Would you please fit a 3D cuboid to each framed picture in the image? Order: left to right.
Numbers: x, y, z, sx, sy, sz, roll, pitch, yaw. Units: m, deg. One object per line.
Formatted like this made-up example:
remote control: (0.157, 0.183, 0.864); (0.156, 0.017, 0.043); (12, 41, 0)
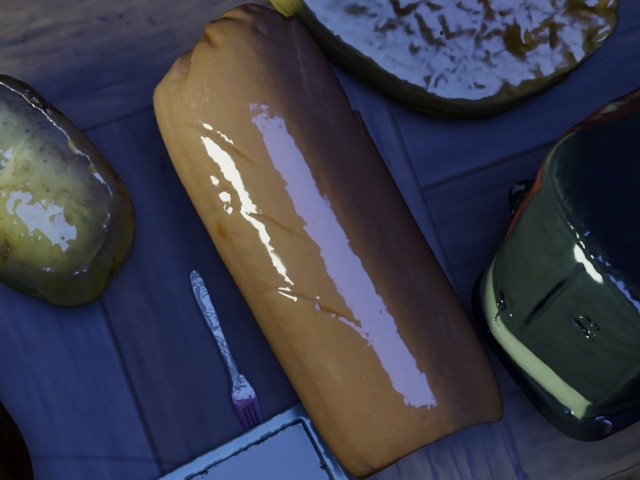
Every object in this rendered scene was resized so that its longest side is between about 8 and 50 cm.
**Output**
framed picture: (-0.056, 0.205, 1.189); (0.183, 0.011, 0.142); (-28, 88, -9)

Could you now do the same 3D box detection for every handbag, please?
handbag: (0.219, -0.002, 1.148); (0.254, 0.181, 0.181); (-28, 72, -26)

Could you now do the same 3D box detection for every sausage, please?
sausage: (-0.001, -0.001, 1.167); (0.121, 0.121, 0.304); (-28, 86, -9)

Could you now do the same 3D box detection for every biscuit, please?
biscuit: (0.071, -0.255, 1.238); (0.287, 0.057, 0.344); (-42, 88, -9)

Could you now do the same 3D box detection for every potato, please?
potato: (-0.190, -0.034, 1.172); (0.170, 0.080, 0.107); (40, 82, 5)

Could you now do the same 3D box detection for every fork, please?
fork: (-0.062, 0.072, 1.206); (0.016, 0.012, 0.115); (-20, 84, -16)

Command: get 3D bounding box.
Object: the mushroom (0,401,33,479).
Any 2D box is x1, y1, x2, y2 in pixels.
mushroom: (-0.252, 0.110, 1.092); (0.138, 0.194, 0.231); (-41, 99, -8)
